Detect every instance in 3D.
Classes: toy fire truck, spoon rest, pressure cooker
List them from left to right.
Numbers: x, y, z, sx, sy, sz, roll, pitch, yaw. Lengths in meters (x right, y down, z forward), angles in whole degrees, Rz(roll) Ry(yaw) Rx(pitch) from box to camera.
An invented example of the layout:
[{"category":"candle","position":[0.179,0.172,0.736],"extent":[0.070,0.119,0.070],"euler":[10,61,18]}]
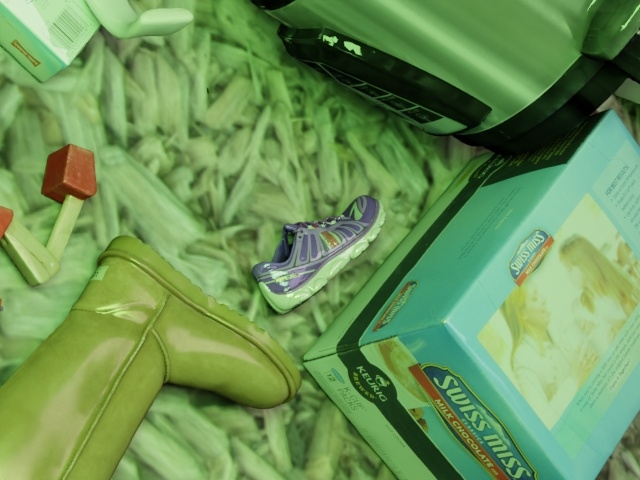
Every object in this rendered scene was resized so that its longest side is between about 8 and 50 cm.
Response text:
[{"category":"toy fire truck","position":[-0.271,0.000,1.339],"extent":[0.135,0.047,0.192],"euler":[17,69,-34]},{"category":"spoon rest","position":[-0.201,-0.295,1.384],"extent":[0.137,0.084,0.276],"euler":[-9,70,-39]},{"category":"pressure cooker","position":[0.171,-0.290,1.523],"extent":[0.420,0.375,0.370],"euler":[31,51,-22]}]

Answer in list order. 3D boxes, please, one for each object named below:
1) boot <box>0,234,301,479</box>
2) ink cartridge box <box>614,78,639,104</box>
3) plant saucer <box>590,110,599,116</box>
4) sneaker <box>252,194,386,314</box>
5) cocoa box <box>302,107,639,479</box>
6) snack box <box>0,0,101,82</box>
[{"category":"boot","position":[-0.169,0.162,1.354],"extent":[0.236,0.089,0.269],"euler":[37,58,-11]},{"category":"ink cartridge box","position":[0.553,-0.174,1.827],"extent":[0.176,0.371,0.069],"euler":[-42,147,-36]},{"category":"plant saucer","position":[0.308,-0.067,1.767],"extent":[0.198,0.036,0.198],"euler":[29,47,-36]},{"category":"sneaker","position":[0.000,0.000,1.529],"extent":[0.170,0.068,0.071],"euler":[-42,98,-35]},{"category":"cocoa box","position":[0.202,0.073,1.554],"extent":[0.231,0.228,0.347],"euler":[52,54,-14]},{"category":"snack box","position":[-0.231,-0.325,1.446],"extent":[0.187,0.060,0.322],"euler":[45,56,-19]}]
